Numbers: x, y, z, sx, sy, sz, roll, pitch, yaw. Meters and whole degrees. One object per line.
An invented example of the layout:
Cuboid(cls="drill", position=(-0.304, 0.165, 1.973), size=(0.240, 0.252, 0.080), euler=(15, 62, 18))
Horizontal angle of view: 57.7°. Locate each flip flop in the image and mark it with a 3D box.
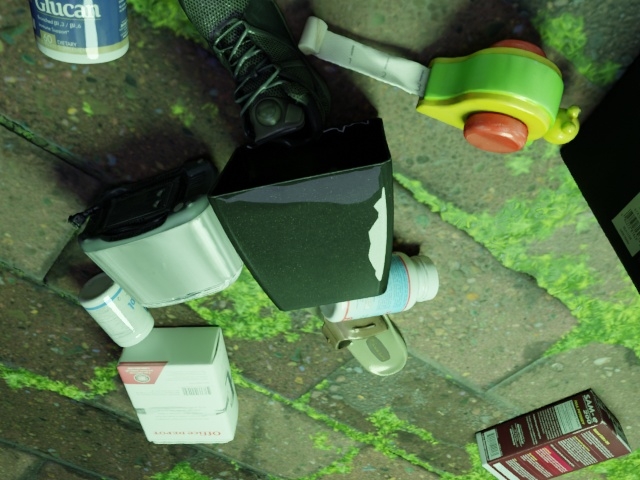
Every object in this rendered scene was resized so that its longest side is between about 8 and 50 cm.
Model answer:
Cuboid(cls="flip flop", position=(0.052, 0.140, 0.908), size=(0.112, 0.080, 0.277), euler=(-24, 125, 20))

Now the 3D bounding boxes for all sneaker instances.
Cuboid(cls="sneaker", position=(-0.068, -0.188, 0.615), size=(0.087, 0.130, 0.227), euler=(-28, 121, 20))

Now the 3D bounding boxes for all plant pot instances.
Cuboid(cls="plant pot", position=(-0.003, -0.025, 0.678), size=(0.188, 0.187, 0.166), euler=(-10, 114, 7))

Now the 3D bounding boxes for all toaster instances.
Cuboid(cls="toaster", position=(-0.206, 0.000, 0.773), size=(0.227, 0.129, 0.146), euler=(-17, 129, 13))

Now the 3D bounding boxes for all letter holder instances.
Cuboid(cls="letter holder", position=(0.427, -0.034, 0.609), size=(0.215, 0.301, 0.152), euler=(19, 127, -14))

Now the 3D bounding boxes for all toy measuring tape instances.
Cuboid(cls="toy measuring tape", position=(0.144, -0.176, 0.619), size=(0.330, 0.121, 0.121), euler=(19, 127, -13))

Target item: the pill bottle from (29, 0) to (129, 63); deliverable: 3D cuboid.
Cuboid(cls="pill bottle", position=(-0.242, -0.272, 0.572), size=(0.094, 0.094, 0.169), euler=(7, 129, -4))

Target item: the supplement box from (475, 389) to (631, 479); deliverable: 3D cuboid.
Cuboid(cls="supplement box", position=(0.435, 0.383, 1.098), size=(0.240, 0.073, 0.130), euler=(-31, 123, 26))

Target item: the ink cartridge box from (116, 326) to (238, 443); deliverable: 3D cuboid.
Cuboid(cls="ink cartridge box", position=(-0.237, 0.253, 1.005), size=(0.159, 0.092, 0.217), euler=(-1, 127, 3))

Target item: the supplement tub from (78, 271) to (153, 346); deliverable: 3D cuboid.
Cuboid(cls="supplement tub", position=(-0.315, 0.106, 0.900), size=(0.071, 0.071, 0.107), euler=(-16, 128, 14))

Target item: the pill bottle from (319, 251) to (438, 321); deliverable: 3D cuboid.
Cuboid(cls="pill bottle", position=(0.080, 0.062, 0.817), size=(0.160, 0.087, 0.087), euler=(-5, 132, -21))
